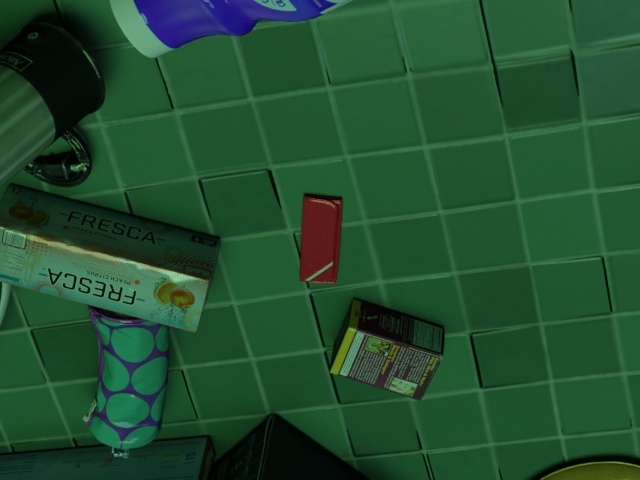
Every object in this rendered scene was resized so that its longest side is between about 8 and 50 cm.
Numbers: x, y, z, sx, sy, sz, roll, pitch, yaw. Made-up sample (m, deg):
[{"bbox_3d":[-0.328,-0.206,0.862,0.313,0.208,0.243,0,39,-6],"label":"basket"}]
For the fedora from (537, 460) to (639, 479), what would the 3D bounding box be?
[{"bbox_3d":[0.255,0.285,1.441,0.194,0.079,0.194,3,125,4],"label":"fedora"}]

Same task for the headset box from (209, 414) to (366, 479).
[{"bbox_3d":[-0.035,0.326,1.472,0.246,0.131,0.283,36,121,-17],"label":"headset box"}]

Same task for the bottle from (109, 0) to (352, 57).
[{"bbox_3d":[-0.015,-0.214,1.121,0.283,0.092,0.118,-23,120,21],"label":"bottle"}]

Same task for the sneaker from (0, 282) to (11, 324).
[{"bbox_3d":[-0.367,0.114,1.304,0.296,0.147,0.104,-44,93,1],"label":"sneaker"}]

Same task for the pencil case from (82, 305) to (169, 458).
[{"bbox_3d":[-0.165,0.108,1.378,0.070,0.064,0.151,-3,126,-15],"label":"pencil case"}]

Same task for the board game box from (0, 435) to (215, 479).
[{"bbox_3d":[-0.241,0.241,1.429,0.281,0.145,0.027,-6,123,11],"label":"board game box"}]

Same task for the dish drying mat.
[{"bbox_3d":[0.000,0.000,1.318,0.032,0.008,0.083,6,125,4],"label":"dish drying mat"}]

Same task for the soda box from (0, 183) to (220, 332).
[{"bbox_3d":[-0.178,0.014,1.316,0.183,0.063,0.058,15,125,-3],"label":"soda box"}]

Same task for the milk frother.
[{"bbox_3d":[-0.236,-0.069,1.221,0.129,0.135,0.143,2,128,44],"label":"milk frother"}]

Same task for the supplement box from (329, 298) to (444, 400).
[{"bbox_3d":[0.056,0.091,1.353,0.083,0.043,0.055,19,124,-5],"label":"supplement box"}]
